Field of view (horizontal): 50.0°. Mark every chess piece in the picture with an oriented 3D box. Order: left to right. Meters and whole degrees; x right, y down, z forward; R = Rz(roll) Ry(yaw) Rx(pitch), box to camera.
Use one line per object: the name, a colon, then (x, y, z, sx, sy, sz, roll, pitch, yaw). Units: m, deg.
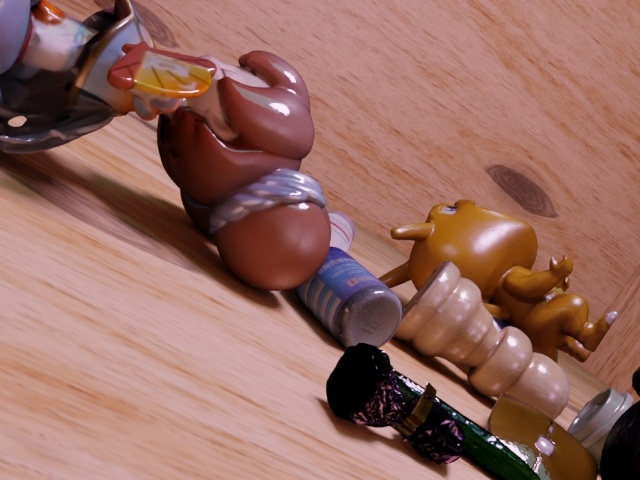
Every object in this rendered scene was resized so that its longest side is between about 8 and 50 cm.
chess piece: (0.239, 0.157, 0.987, 0.261, 0.142, 0.143, 38, 6, 5)

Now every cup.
cup: (0.444, 0.299, 1.000, 0.141, 0.120, 0.120, 44, 8, 11)

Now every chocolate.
chocolate: (0.074, 0.138, 0.562, 0.147, 0.070, 0.072, 29, 35, -32)

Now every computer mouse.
computer mouse: (0.247, 0.229, 0.779, 0.126, 0.056, 0.245, 35, 7, 19)

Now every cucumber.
cucumber: (0.133, 0.183, 0.648, 0.184, 0.033, 0.036, 34, -19, 6)

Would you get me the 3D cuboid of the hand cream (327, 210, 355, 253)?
hand cream: (0.000, 0.000, 1.256, 0.133, 0.083, 0.248, 32, 15, 3)

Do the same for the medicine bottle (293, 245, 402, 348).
medicine bottle: (0.010, 0.051, 0.820, 0.083, 0.083, 0.203, 29, 6, -37)

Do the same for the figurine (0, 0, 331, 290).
figurine: (-0.161, -0.120, 0.724, 0.388, 0.248, 0.276, 18, 16, -33)

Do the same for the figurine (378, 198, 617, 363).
figurine: (0.319, 0.094, 1.251, 0.387, 0.268, 0.401, 39, 12, 23)

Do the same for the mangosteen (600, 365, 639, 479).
mangosteen: (0.403, 0.236, 0.706, 0.243, 0.243, 0.243, 33, 6, -4)

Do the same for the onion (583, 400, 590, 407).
onion: (0.493, 0.322, 1.173, 0.107, 0.097, 0.107, 47, -20, 22)
